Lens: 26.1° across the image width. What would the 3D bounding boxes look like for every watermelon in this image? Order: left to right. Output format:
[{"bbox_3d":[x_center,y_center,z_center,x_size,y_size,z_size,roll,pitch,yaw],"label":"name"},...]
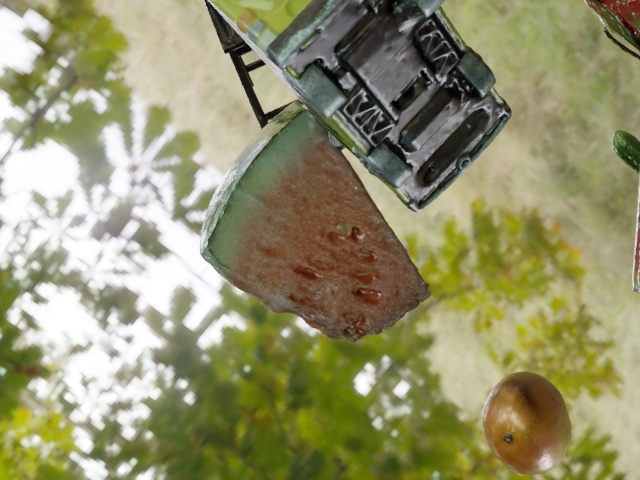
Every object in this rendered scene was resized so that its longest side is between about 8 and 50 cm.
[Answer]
[{"bbox_3d":[0.000,0.000,1.514,0.257,0.193,0.140,42,-177,-12],"label":"watermelon"}]

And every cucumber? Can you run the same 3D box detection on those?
[{"bbox_3d":[0.425,-0.101,1.803,0.155,0.037,0.037,29,-165,-33],"label":"cucumber"}]

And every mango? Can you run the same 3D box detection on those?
[{"bbox_3d":[0.308,0.267,1.997,0.112,0.144,0.219,-1,164,30],"label":"mango"}]

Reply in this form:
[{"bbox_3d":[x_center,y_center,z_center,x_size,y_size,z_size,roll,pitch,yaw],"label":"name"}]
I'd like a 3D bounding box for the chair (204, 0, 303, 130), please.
[{"bbox_3d":[-0.058,-0.277,1.627,0.141,0.155,0.260,-113,-1,-49],"label":"chair"}]

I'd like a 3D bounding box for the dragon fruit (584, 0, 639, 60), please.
[{"bbox_3d":[0.428,-0.317,1.674,0.234,0.234,0.293,21,-123,-54],"label":"dragon fruit"}]

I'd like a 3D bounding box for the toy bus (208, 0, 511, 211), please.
[{"bbox_3d":[0.033,-0.144,1.062,0.150,0.128,0.262,44,-179,34],"label":"toy bus"}]

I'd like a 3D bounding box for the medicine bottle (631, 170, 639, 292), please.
[{"bbox_3d":[0.283,-0.170,0.980,0.108,0.425,0.108,3,-178,0],"label":"medicine bottle"}]
